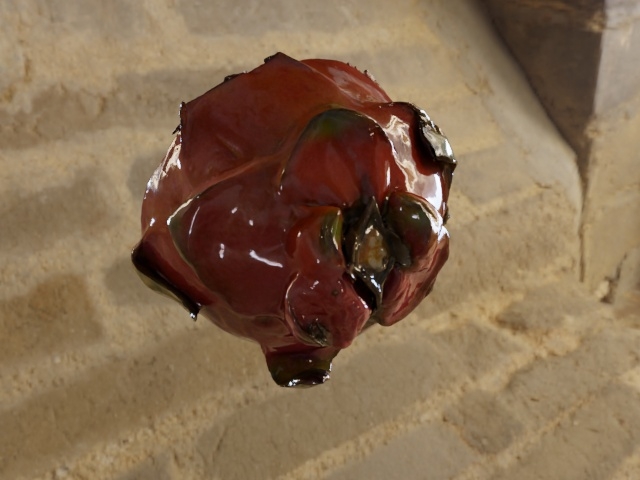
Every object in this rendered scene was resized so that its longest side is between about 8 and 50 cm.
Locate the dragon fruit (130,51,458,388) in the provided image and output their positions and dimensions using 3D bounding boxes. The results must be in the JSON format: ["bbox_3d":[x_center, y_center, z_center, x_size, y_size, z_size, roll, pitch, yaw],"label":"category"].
[{"bbox_3d":[0.000,0.000,0.762,0.305,0.305,0.226,-22,-123,-35],"label":"dragon fruit"}]
